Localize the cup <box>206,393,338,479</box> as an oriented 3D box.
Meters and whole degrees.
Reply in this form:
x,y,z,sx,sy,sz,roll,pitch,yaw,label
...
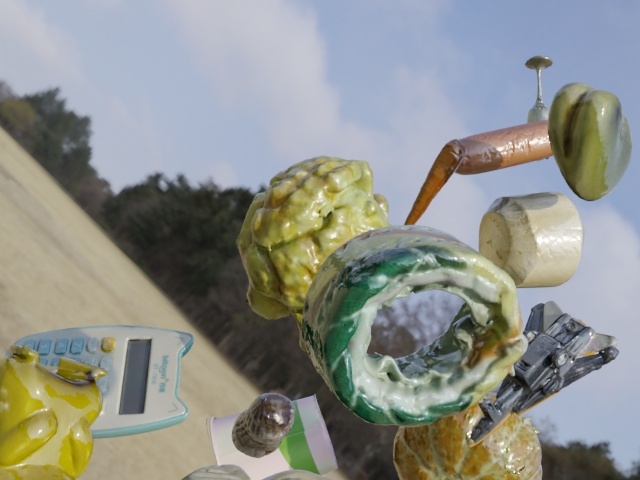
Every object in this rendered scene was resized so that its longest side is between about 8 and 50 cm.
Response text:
x,y,z,sx,sy,sz,roll,pitch,yaw,label
-0.110,0.510,2.481,0.253,0.274,0.253,-19,90,-89,cup

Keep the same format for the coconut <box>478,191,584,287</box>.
x,y,z,sx,sy,sz,roll,pitch,yaw,label
0.439,-0.001,2.071,0.202,0.222,0.202,175,-90,-67,coconut

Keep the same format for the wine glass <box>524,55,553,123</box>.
x,y,z,sx,sy,sz,roll,pitch,yaw,label
0.538,-0.319,2.508,0.074,0.262,0.074,2,-14,1,wine glass

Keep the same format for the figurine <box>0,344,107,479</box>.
x,y,z,sx,sy,sz,roll,pitch,yaw,label
-0.401,0.301,1.337,0.169,0.326,0.218,-13,-26,38,figurine

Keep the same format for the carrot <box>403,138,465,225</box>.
x,y,z,sx,sy,sz,roll,pitch,yaw,label
0.215,-0.101,1.983,0.048,0.216,0.048,31,7,-4,carrot

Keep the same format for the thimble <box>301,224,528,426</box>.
x,y,z,sx,sy,sz,roll,pitch,yaw,label
0.125,0.113,1.359,0.288,0.254,0.167,2,15,-14,thimble

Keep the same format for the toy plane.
x,y,z,sx,sy,sz,roll,pitch,yaw,label
0.371,0.251,1.852,0.204,0.316,0.103,34,-24,48,toy plane

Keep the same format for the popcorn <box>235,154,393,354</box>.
x,y,z,sx,sy,sz,roll,pitch,yaw,label
-0.004,0.007,1.816,0.275,0.335,0.279,8,-35,25,popcorn

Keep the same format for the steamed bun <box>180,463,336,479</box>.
x,y,z,sx,sy,sz,roll,pitch,yaw,label
-0.093,0.495,1.439,0.343,0.255,0.367,11,14,8,steamed bun

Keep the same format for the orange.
x,y,z,sx,sy,sz,roll,pitch,yaw,label
0.323,0.473,2.233,0.329,0.249,0.329,13,-61,25,orange

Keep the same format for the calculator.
x,y,z,sx,sy,sz,roll,pitch,yaw,label
-0.441,0.271,1.961,0.054,0.387,0.256,93,-4,-46,calculator

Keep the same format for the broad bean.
x,y,z,sx,sy,sz,roll,pitch,yaw,label
0.506,-0.173,1.868,0.121,0.189,0.263,15,-20,42,broad bean

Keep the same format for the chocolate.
x,y,z,sx,sy,sz,roll,pitch,yaw,label
-0.116,0.376,2.066,0.110,0.110,0.248,43,-32,4,chocolate

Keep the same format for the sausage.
x,y,z,sx,sy,sz,roll,pitch,yaw,label
0.398,-0.198,2.162,0.086,0.289,0.086,165,-90,-72,sausage
